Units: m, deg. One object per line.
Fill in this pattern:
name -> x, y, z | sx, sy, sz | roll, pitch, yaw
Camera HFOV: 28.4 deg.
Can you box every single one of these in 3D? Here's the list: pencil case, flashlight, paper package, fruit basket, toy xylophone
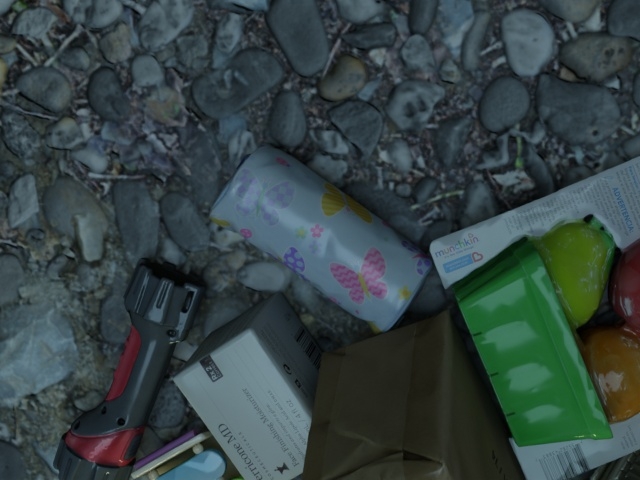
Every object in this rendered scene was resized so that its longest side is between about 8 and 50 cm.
pencil case -> 0.000, 0.000, 1.517 | 0.273, 0.113, 0.124 | 33, 115, 1
flashlight -> -0.248, 0.172, 1.614 | 0.103, 0.103, 0.304 | 14, 103, -25
paper package -> 0.128, 0.296, 1.422 | 0.168, 0.309, 0.324 | -20, 115, 16
fruit basket -> 0.346, 0.081, 1.476 | 0.353, 0.165, 0.327 | -24, 98, -1
toy xylophone -> -0.132, 0.403, 1.645 | 0.236, 0.081, 0.322 | -40, 94, 13

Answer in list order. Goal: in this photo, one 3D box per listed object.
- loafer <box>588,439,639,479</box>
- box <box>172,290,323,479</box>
loafer -> 0.344, 0.341, 1.545 | 0.102, 0.092, 0.268 | 26, 92, -24
box -> -0.062, 0.182, 1.533 | 0.119, 0.182, 0.181 | -34, 95, 15
